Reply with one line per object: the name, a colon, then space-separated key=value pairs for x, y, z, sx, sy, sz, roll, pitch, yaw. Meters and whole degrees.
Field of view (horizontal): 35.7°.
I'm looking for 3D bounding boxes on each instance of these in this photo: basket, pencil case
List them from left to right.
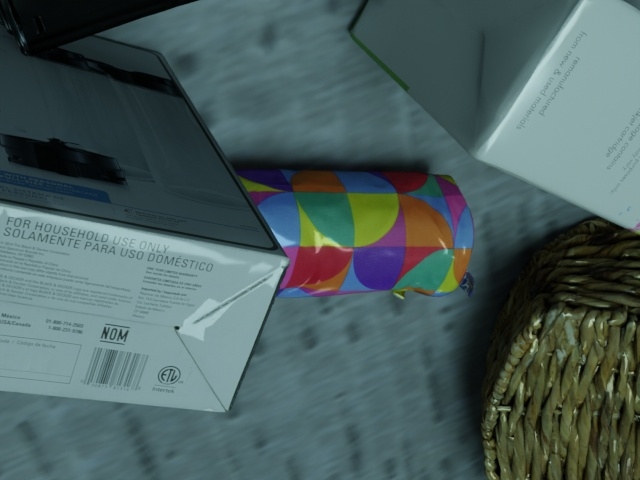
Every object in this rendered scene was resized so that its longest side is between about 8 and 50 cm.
pencil case: x=0.000 y=0.000 z=0.731 sx=0.237 sy=0.104 sz=0.104 roll=2 pitch=118 yaw=-22
basket: x=0.260 y=0.125 z=0.917 sx=0.214 sy=0.223 sz=0.299 roll=5 pitch=123 yaw=13

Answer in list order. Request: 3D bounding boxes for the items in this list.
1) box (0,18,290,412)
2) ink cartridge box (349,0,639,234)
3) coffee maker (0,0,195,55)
box: x=-0.145 y=-0.037 z=0.528 sx=0.169 sy=0.290 sz=0.087 roll=11 pitch=113 yaw=-26
ink cartridge box: x=0.220 y=-0.089 z=0.697 sx=0.354 sy=0.207 sz=0.119 roll=20 pitch=112 yaw=-32
coffee maker: x=-0.097 y=-0.179 z=0.533 sx=0.178 sy=0.171 sz=0.120 roll=-21 pitch=116 yaw=-11
